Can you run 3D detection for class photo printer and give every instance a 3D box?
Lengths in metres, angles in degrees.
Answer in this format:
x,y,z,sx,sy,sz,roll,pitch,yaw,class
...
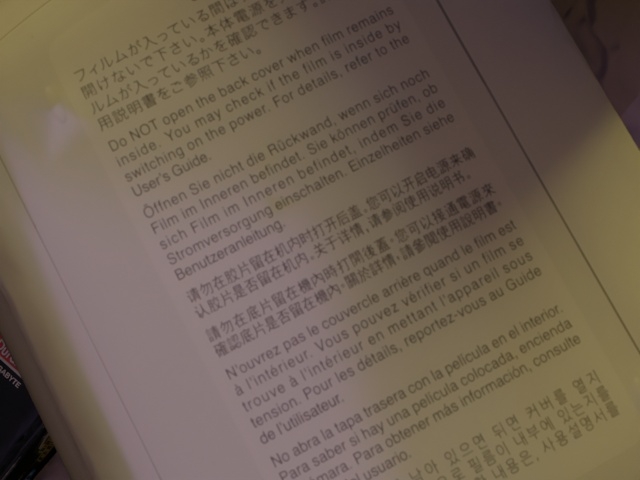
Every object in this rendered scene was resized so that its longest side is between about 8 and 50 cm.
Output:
x,y,z,sx,sy,sz,roll,pitch,yaw,class
0.000,0.000,0.452,0.256,0.107,0.308,-28,82,-8,photo printer

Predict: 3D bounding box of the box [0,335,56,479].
x,y,z,sx,sy,sz,roll,pitch,yaw,class
-0.231,0.059,0.529,0.220,0.051,0.175,40,92,10,box
